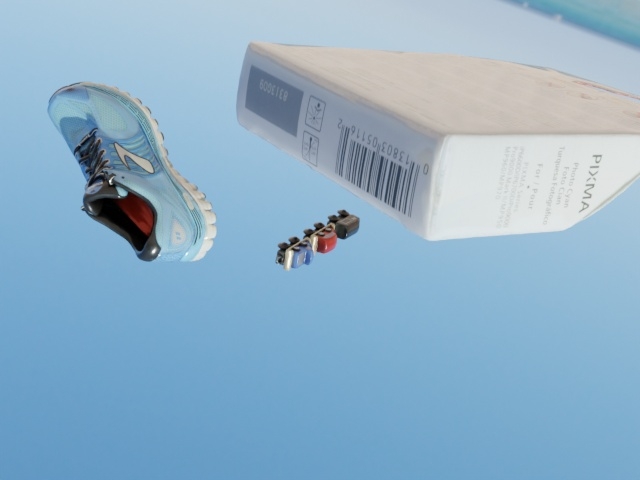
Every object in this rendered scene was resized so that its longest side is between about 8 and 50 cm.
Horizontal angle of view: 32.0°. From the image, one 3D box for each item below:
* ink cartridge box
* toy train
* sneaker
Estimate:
[{"bbox_3d":[0.162,-0.099,1.017,0.385,0.091,0.308,-2,-159,-33],"label":"ink cartridge box"},{"bbox_3d":[0.000,0.000,1.216,0.036,0.027,0.158,22,-153,24],"label":"toy train"},{"bbox_3d":[-0.143,-0.050,0.790,0.162,0.063,0.073,48,-147,14],"label":"sneaker"}]
